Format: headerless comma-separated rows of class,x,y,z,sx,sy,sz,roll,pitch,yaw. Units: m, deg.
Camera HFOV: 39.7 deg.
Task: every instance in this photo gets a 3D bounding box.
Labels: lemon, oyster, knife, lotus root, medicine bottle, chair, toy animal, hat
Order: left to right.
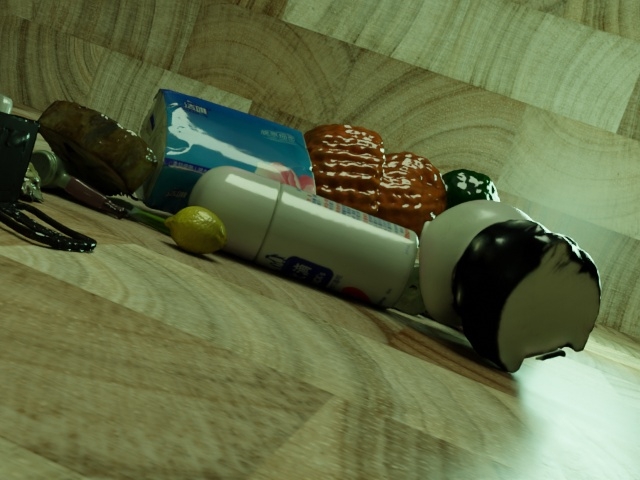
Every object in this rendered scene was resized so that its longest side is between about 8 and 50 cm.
oyster,-0.410,-0.104,1.120,0.166,0.053,0.108,44,0,-44
chair,-0.332,-0.076,0.940,0.229,0.113,0.106,18,5,22
lotus root,-0.354,-0.140,1.359,0.261,0.074,0.170,16,-26,48
knife,-0.256,-0.033,1.302,0.184,0.022,0.026,22,31,22
lemon,-0.169,-0.013,1.197,0.092,0.065,0.065,21,4,11
medicine bottle,-0.033,-0.010,1.329,0.341,0.130,0.130,21,4,-10
hat,0.130,-0.050,1.669,0.400,0.285,0.285,18,4,-8
toy animal,0.256,0.060,1.264,0.213,0.212,0.267,19,8,-23

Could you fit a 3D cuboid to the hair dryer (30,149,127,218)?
hair dryer,-0.346,-0.071,1.285,0.154,0.054,0.106,32,1,18

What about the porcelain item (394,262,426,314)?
porcelain item,0.129,0.062,1.502,0.069,0.081,0.216,27,2,-14

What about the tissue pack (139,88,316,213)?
tissue pack,-0.154,-0.130,1.463,0.270,0.137,0.209,14,40,-24

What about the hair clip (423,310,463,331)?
hair clip,0.236,0.095,1.457,0.138,0.102,0.123,23,2,37

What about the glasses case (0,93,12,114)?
glasses case,-0.763,-0.309,2.076,0.049,0.076,0.197,20,4,-34

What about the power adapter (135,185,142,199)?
power adapter,-0.234,-0.103,1.648,0.187,0.124,0.255,21,5,22
